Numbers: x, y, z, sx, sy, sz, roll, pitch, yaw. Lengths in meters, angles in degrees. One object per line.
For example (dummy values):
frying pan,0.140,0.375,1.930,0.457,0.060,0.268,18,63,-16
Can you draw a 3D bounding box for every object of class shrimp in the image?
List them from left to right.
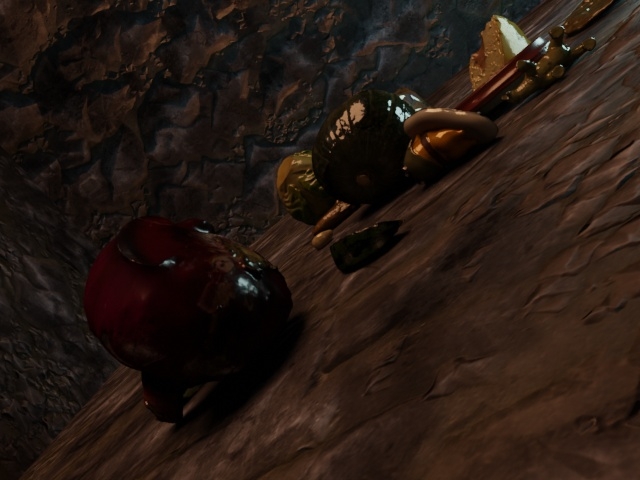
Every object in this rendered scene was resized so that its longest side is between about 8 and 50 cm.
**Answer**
shrimp,0.071,-0.109,1.744,0.262,0.066,0.117,-37,9,7

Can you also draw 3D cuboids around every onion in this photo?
onion,-0.284,0.174,1.040,0.421,0.398,0.398,-63,2,18

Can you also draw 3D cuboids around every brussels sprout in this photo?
brussels sprout,-0.014,-0.182,1.850,0.259,0.294,0.227,-54,18,30

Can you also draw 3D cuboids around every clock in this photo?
clock,0.498,-0.424,1.422,0.318,0.080,0.318,-42,2,2

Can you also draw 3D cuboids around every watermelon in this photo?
watermelon,0.088,0.012,1.126,0.119,0.063,0.245,-24,-6,-30

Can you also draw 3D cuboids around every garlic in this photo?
garlic,0.001,0.000,1.584,0.053,0.041,0.083,-42,0,-41

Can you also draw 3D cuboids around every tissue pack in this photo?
tissue pack,0.301,-0.389,1.650,0.123,0.215,0.257,-49,4,30

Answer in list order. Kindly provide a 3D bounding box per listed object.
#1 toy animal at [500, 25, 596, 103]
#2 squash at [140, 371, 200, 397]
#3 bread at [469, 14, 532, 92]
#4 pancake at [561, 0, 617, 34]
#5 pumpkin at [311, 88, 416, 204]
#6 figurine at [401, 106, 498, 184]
toy animal,0.532,-0.407,1.233,0.218,0.103,0.101,-44,-10,-8
squash,-0.377,0.324,1.284,0.132,0.132,0.247,-46,11,-33
bread,0.625,-0.592,1.740,0.211,0.224,0.183,1,-20,-26
pancake,0.811,-0.687,1.523,0.242,0.050,0.242,-48,8,9
pumpkin,0.133,-0.250,1.473,0.328,0.291,0.258,-46,24,38
figurine,0.277,-0.208,1.212,0.250,0.166,0.141,6,69,61
